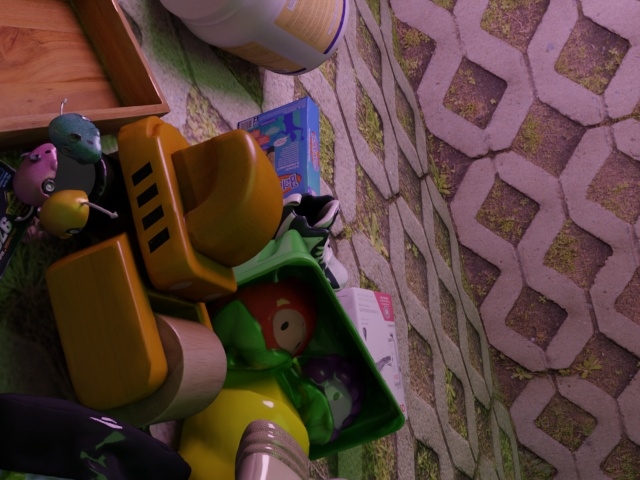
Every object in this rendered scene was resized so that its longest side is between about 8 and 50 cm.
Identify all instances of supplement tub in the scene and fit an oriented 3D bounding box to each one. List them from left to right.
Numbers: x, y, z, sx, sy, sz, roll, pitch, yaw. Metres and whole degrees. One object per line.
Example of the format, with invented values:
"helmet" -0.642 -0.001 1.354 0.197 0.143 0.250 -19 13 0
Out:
"supplement tub" -0.115 -0.451 1.011 0.331 0.241 0.240 -3 80 -64

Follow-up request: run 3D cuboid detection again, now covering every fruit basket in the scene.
"fruit basket" -0.062 0.216 0.798 0.392 0.283 0.391 -23 90 -79

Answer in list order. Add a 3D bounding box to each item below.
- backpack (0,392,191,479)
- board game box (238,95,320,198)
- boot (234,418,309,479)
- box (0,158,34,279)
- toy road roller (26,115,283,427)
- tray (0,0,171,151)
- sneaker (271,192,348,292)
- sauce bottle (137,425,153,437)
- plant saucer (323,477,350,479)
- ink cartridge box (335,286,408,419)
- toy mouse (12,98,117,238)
"backpack" -0.205 0.342 0.447 0.290 0.274 0.355 101 8 -60
"board game box" -0.080 -0.144 1.019 0.047 0.160 0.210 37 46 -52
"boot" -0.048 0.347 0.601 0.203 0.095 0.261 -89 167 -58
"box" -0.373 -0.010 0.502 0.175 0.051 0.220 49 37 -42
"toy road roller" -0.149 0.018 0.622 0.202 0.241 0.329 53 18 -75
"tray" -0.330 -0.201 0.582 0.202 0.076 0.411 65 19 -8
"sneaker" 0.000 0.000 0.940 0.235 0.153 0.094 42 41 -26
"sauce bottle" -0.222 0.266 0.676 0.042 0.042 0.128 26 52 -57
"plant saucer" -0.033 0.537 0.774 0.401 0.101 0.399 9 79 -57
"ink cartridge box" 0.082 0.254 1.186 0.207 0.117 0.282 19 61 -60
"toy mouse" -0.247 -0.071 0.513 0.031 0.161 0.142 12 68 -52
